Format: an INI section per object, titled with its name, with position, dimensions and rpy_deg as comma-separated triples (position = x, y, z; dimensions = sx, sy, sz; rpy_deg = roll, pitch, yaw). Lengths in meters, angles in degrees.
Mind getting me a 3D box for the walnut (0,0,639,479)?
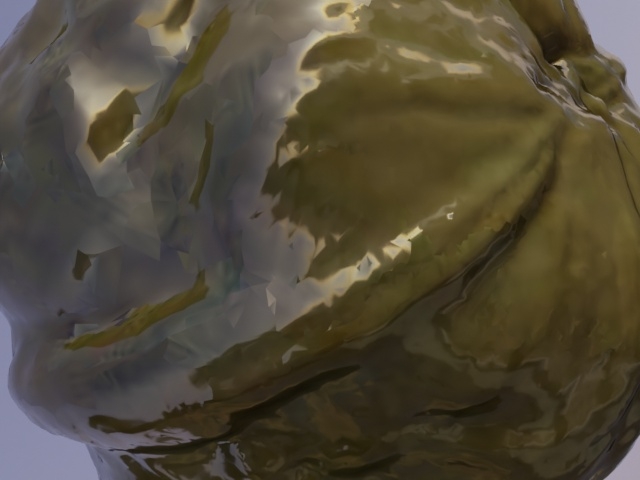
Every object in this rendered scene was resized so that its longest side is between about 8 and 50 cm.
[walnut]
position = -0.001, -0.002, 0.510
dimensions = 0.282, 0.277, 0.253
rpy_deg = 51, -153, -32
